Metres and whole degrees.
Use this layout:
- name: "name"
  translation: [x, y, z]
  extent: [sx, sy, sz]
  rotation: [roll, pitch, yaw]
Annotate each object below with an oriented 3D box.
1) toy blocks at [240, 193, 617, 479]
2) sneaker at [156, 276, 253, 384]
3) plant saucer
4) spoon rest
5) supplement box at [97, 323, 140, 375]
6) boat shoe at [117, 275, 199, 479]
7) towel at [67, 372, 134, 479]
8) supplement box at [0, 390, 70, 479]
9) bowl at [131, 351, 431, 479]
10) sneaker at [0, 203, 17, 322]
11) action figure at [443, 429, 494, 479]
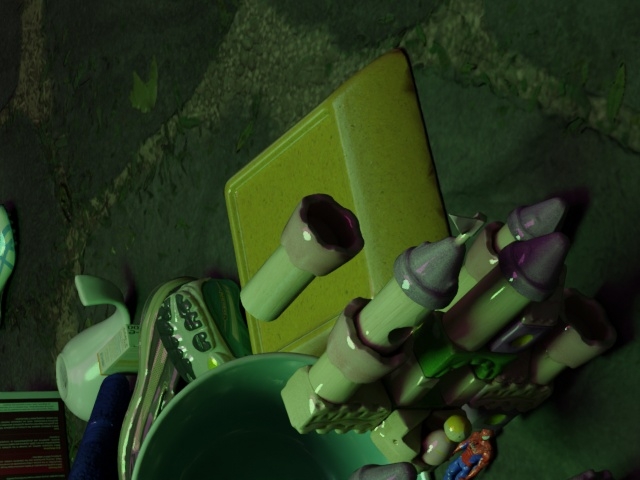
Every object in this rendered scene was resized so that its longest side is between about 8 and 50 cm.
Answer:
- name: "toy blocks"
  translation: [0.141, 0.087, 1.083]
  extent: [0.260, 0.289, 0.309]
  rotation: [-47, 50, 36]
- name: "sneaker"
  translation: [-0.090, 0.172, 1.545]
  extent: [0.107, 0.110, 0.275]
  rotation: [-18, 93, 46]
- name: "plant saucer"
  translation: [0.000, 0.000, 1.456]
  extent: [0.333, 0.081, 0.333]
  rotation: [-34, 61, 47]
- name: "spoon rest"
  translation: [-0.334, 0.159, 1.928]
  extent: [0.276, 0.084, 0.137]
  rotation: [110, 144, -44]
- name: "supplement box"
  translation: [-0.263, 0.153, 1.825]
  extent: [0.098, 0.062, 0.036]
  rotation: [-41, 54, 44]
- name: "boat shoe"
  translation: [-0.166, 0.223, 1.627]
  extent: [0.130, 0.132, 0.355]
  rotation: [1, 90, 55]
- name: "towel"
  translation: [-0.312, 0.355, 1.766]
  extent: [0.308, 0.076, 0.227]
  rotation: [-84, 14, -58]
- name: "supplement box"
  translation: [-0.462, 0.358, 2.030]
  extent: [0.073, 0.130, 0.239]
  rotation: [-30, 63, 49]
- name: "bowl"
  translation: [-0.055, 0.281, 1.364]
  extent: [0.163, 0.312, 0.311]
  rotation: [140, 126, -69]
- name: "sneaker"
  translation: [-0.579, 0.052, 2.256]
  extent: [0.085, 0.086, 0.237]
  rotation: [29, 109, 53]
- name: "action figure"
  translation: [0.140, 0.224, 1.289]
  extent: [0.115, 0.030, 0.038]
  rotation: [-58, 39, 31]
